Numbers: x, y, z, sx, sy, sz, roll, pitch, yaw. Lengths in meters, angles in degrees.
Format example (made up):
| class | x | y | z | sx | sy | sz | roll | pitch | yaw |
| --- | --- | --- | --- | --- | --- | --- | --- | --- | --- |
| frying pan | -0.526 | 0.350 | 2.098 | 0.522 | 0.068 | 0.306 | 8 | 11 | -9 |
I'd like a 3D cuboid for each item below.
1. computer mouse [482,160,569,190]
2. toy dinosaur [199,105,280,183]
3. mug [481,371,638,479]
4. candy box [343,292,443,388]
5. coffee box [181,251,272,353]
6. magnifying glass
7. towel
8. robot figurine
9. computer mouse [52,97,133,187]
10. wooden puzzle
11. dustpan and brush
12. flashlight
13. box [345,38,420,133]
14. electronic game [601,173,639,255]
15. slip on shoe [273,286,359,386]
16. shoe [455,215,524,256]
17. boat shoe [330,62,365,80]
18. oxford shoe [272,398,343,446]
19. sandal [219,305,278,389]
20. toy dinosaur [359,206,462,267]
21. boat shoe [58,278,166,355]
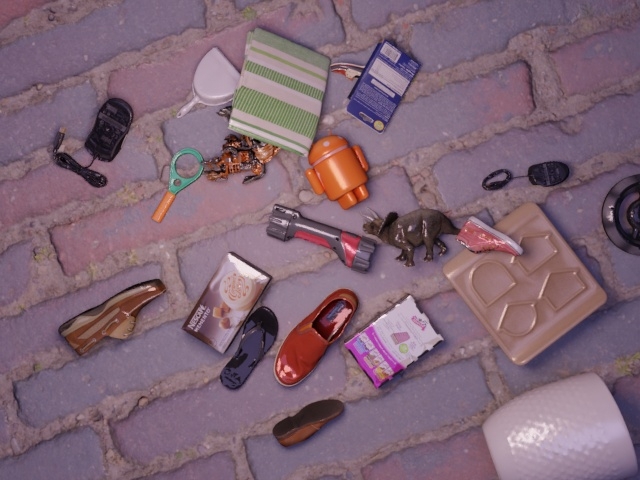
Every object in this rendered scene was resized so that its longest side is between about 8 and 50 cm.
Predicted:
| class | x | y | z | sx | sy | sz | roll | pitch | yaw |
| --- | --- | --- | --- | --- | --- | --- | --- | --- | --- |
| computer mouse | 0.576 | -0.176 | 1.868 | 0.241 | 0.041 | 0.071 | -7 | 82 | 8 |
| toy dinosaur | -0.188 | -0.284 | 1.846 | 0.321 | 0.164 | 0.219 | -30 | 105 | -19 |
| mug | 0.627 | 0.564 | 1.775 | 0.327 | 0.276 | 0.374 | -19 | 121 | 6 |
| candy box | 0.203 | 0.279 | 1.856 | 0.233 | 0.071 | 0.159 | -36 | 89 | 2 |
| coffee box | -0.259 | 0.171 | 1.850 | 0.141 | 0.098 | 0.247 | 32 | 91 | 1 |
| magnifying glass | -0.411 | -0.156 | 1.888 | 0.092 | 0.026 | 0.231 | 30 | 92 | 1 |
| towel | -0.109 | -0.401 | 1.784 | 0.247 | 0.038 | 0.325 | 18 | 65 | -19 |
| robot figurine | 0.046 | -0.195 | 1.827 | 0.158 | 0.128 | 0.220 | -29 | 90 | 14 |
| computer mouse | -0.642 | -0.298 | 1.877 | 0.184 | 0.060 | 0.262 | 25 | 102 | -3 |
| wooden puzzle | 0.564 | 0.119 | 1.851 | 0.322 | 0.080 | 0.348 | -38 | 85 | 1 |
| dustpan and brush | -0.330 | -0.422 | 1.875 | 0.211 | 0.060 | 0.147 | -41 | 88 | -6 |
| flashlight | 0.000 | 0.000 | 1.851 | 0.303 | 0.103 | 0.103 | 17 | 64 | 4 |
| box | 0.168 | -0.426 | 1.845 | 0.136 | 0.036 | 0.225 | 30 | 89 | -23 |
| electronic game | 0.902 | -0.072 | 1.853 | 0.229 | 0.048 | 0.230 | 0 | 90 | 2 |
| slip on shoe | -0.016 | 0.270 | 1.846 | 0.123 | 0.101 | 0.331 | 41 | 92 | -1 |
| shoe | 0.455 | 0.011 | 1.795 | 0.178 | 0.063 | 0.081 | 36 | 86 | 27 |
| boat shoe | 0.094 | -0.471 | 1.867 | 0.136 | 0.049 | 0.043 | 7 | 93 | -4 |
| oxford shoe | -0.027 | 0.516 | 1.874 | 0.212 | 0.076 | 0.076 | -25 | 120 | -1 |
| sandal | -0.196 | 0.309 | 1.872 | 0.097 | 0.054 | 0.255 | 27 | 91 | 1 |
| toy dinosaur | 0.272 | -0.023 | 1.831 | 0.313 | 0.121 | 0.161 | -9 | 104 | 5 |
| boat shoe | -0.569 | 0.216 | 1.855 | 0.323 | 0.122 | 0.120 | -28 | 95 | 9 |
